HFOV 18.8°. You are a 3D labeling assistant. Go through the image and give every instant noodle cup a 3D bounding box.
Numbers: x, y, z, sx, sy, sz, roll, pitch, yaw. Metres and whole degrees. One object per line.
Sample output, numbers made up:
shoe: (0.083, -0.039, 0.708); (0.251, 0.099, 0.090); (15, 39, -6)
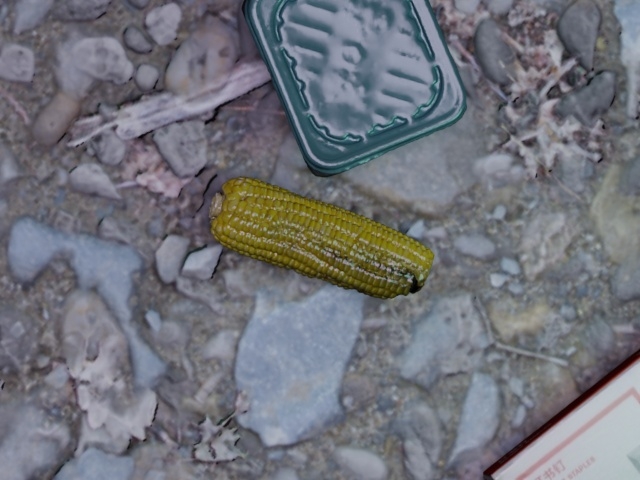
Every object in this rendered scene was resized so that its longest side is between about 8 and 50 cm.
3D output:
instant noodle cup: (0.029, -0.159, 1.703); (0.157, 0.070, 0.179); (-22, 90, -7)

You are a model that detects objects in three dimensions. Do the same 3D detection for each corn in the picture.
corn: (0.000, 0.000, 1.695); (0.203, 0.072, 0.072); (19, 86, -5)

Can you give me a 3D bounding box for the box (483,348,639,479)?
box: (0.261, 0.192, 1.721); (0.229, 0.050, 0.123); (-37, 91, -6)
